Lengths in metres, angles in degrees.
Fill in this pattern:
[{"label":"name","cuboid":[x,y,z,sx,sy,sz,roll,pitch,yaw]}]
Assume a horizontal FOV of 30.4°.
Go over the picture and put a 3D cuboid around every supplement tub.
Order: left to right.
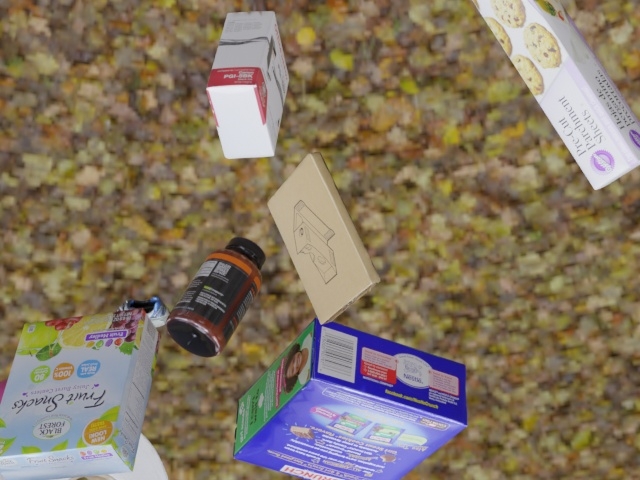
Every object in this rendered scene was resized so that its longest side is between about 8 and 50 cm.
[{"label":"supplement tub","cuboid":[-0.163,0.087,1.921,0.106,0.198,0.106,21,145,15]}]

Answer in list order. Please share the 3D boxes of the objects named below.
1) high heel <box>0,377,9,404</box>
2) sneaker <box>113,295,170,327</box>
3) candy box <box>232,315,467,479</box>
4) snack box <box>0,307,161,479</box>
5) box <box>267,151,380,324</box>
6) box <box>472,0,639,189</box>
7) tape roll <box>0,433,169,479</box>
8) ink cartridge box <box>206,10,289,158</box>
[{"label":"high heel","cuboid":[-0.531,0.332,2.125,0.377,0.127,0.181,6,-165,41]},{"label":"sneaker","cuboid":[-0.321,0.124,1.955,0.135,0.052,0.058,-20,143,-8]},{"label":"candy box","cuboid":[0.041,0.275,1.873,0.268,0.122,0.317,20,140,-18]},{"label":"snack box","cuboid":[-0.305,0.192,1.472,0.174,0.207,0.070,-9,138,16]},{"label":"box","cuboid":[0.000,0.000,1.642,0.021,0.201,0.164,-17,165,-32]},{"label":"box","cuboid":[0.254,-0.212,1.312,0.067,0.324,0.063,-36,173,39]},{"label":"tape roll","cuboid":[-0.396,0.470,1.888,0.072,0.392,0.392,-2,149,38]},{"label":"ink cartridge box","cuboid":[-0.075,-0.169,1.267,0.056,0.135,0.099,-2,136,11]}]
